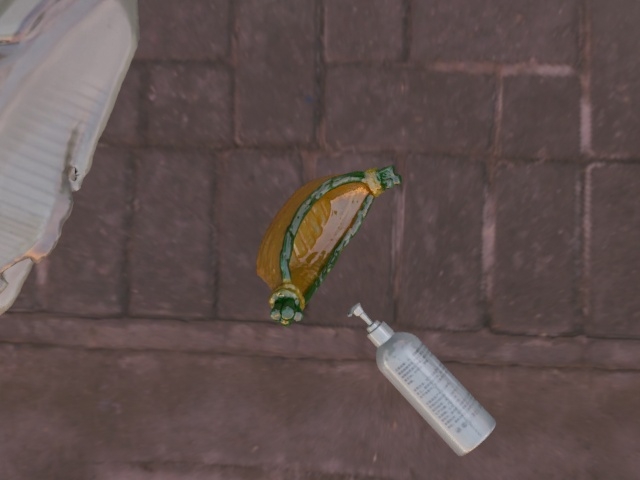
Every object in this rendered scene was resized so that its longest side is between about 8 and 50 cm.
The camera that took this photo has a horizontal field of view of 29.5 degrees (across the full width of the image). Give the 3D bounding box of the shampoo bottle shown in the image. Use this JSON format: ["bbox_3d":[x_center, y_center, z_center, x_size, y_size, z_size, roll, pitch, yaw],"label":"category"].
[{"bbox_3d":[0.101,0.139,1.285,0.056,0.056,0.195,-42,89,-2],"label":"shampoo bottle"}]

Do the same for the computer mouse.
[{"bbox_3d":[-0.290,-0.123,1.048,0.145,0.228,0.428,27,79,-34],"label":"computer mouse"}]

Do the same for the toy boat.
[{"bbox_3d":[0.000,0.000,1.254,0.088,0.089,0.229,9,50,40],"label":"toy boat"}]
